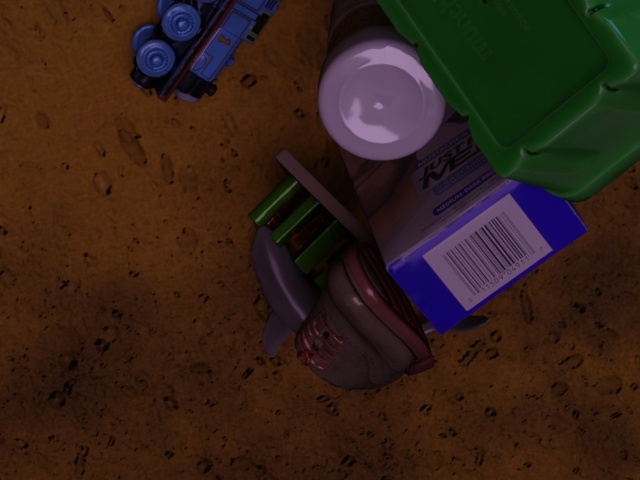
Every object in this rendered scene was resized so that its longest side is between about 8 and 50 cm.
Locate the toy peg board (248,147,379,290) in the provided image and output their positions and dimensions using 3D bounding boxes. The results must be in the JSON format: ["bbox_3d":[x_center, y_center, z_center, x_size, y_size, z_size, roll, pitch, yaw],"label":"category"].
[{"bbox_3d":[0.000,0.000,1.938,0.079,0.160,0.161,-44,73,-3],"label":"toy peg board"}]

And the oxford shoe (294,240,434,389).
[{"bbox_3d":[0.036,0.100,1.831,0.130,0.348,0.123,-26,70,1],"label":"oxford shoe"}]

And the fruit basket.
[{"bbox_3d":[0.237,-0.253,1.649,0.392,0.392,0.283,38,124,-18],"label":"fruit basket"}]

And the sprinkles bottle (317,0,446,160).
[{"bbox_3d":[0.064,-0.201,1.792,0.121,0.355,0.121,1,115,2],"label":"sprinkles bottle"}]

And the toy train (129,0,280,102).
[{"bbox_3d":[-0.127,-0.228,1.918,0.105,0.080,0.184,30,106,-22],"label":"toy train"}]

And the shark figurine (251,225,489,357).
[{"bbox_3d":[0.038,0.102,2.049,0.278,0.116,0.166,15,111,-10],"label":"shark figurine"}]

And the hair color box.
[{"bbox_3d":[0.138,-0.063,1.868,0.185,0.339,0.110,-36,114,8],"label":"hair color box"}]
